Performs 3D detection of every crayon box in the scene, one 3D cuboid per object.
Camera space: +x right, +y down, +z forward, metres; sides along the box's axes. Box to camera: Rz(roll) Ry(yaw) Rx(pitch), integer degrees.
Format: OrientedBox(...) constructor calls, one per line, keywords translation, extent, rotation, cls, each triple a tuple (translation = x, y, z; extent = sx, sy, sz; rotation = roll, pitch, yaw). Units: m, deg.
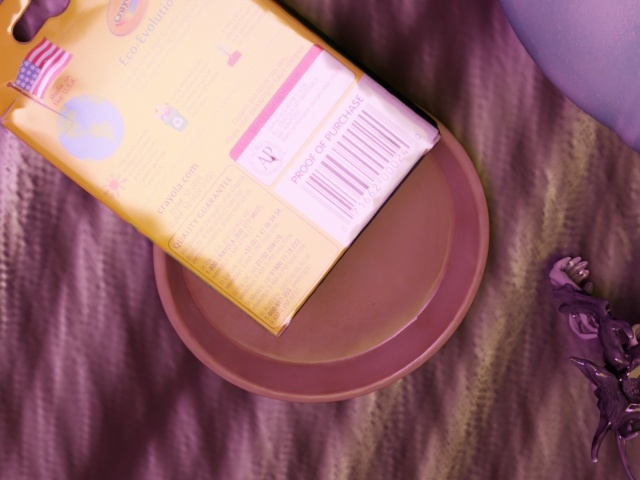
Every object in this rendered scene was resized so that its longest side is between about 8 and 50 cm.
OrientedBox(translation=(-0.093, -0.105, 1.437), extent=(0.318, 0.081, 0.202), rotation=(39, 98, -4), cls="crayon box")

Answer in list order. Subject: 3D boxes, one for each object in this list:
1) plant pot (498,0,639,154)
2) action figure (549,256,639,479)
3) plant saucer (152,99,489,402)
OrientedBox(translation=(0.230, -0.235, 1.399), extent=(0.196, 0.293, 0.293), rotation=(31, 103, 8), cls="plant pot")
OrientedBox(translation=(0.284, 0.060, 1.575), extent=(0.164, 0.141, 0.276), rotation=(31, 86, -22), cls="action figure")
OrientedBox(translation=(0.000, 0.000, 1.549), extent=(0.277, 0.041, 0.278), rotation=(-4, 111, -10), cls="plant saucer")
